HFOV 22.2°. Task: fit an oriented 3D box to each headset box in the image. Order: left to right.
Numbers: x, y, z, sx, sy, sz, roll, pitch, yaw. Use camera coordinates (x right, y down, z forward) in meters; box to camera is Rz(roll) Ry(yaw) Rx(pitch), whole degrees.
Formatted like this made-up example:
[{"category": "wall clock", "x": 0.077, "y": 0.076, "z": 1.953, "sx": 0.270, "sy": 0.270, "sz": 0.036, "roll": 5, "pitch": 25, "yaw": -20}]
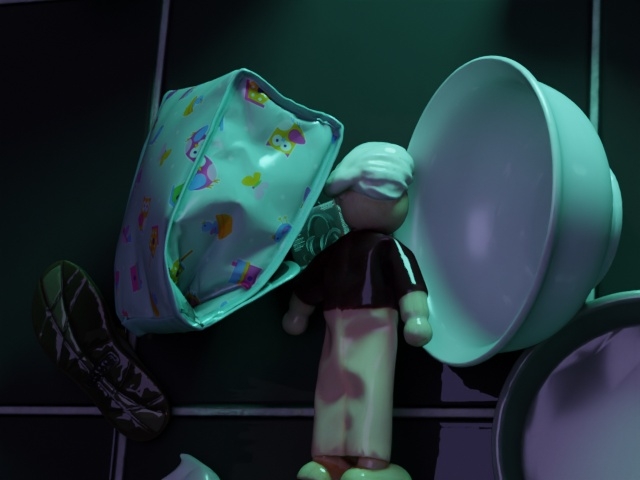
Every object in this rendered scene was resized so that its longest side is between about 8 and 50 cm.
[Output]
[{"category": "headset box", "x": 0.000, "y": 0.000, "z": 1.729, "sx": 0.062, "sy": 0.032, "sz": 0.083, "roll": -20, "pitch": 69, "yaw": 13}]

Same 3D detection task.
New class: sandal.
[{"category": "sandal", "x": -0.232, "y": 0.120, "z": 1.763, "sx": 0.090, "sy": 0.060, "sz": 0.219, "roll": -43, "pitch": 79, "yaw": 9}]

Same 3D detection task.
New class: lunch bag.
[{"category": "lunch bag", "x": -0.113, "y": -0.022, "z": 1.661, "sx": 0.223, "sy": 0.160, "sz": 0.262, "roll": -6, "pitch": 61, "yaw": 65}]

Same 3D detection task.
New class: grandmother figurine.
[{"category": "grandmother figurine", "x": 0.040, "y": 0.070, "z": 1.630, "sx": 0.207, "sy": 0.104, "sz": 0.343, "roll": 1, "pitch": 82, "yaw": 38}]

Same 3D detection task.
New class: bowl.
[{"category": "bowl", "x": 0.196, "y": -0.022, "z": 1.578, "sx": 0.298, "sy": 0.134, "sz": 0.298, "roll": -24, "pitch": 63, "yaw": 61}]

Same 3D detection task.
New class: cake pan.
[{"category": "cake pan", "x": 0.310, "y": 0.194, "z": 1.547, "sx": 0.293, "sy": 0.054, "sz": 0.293, "roll": -6, "pitch": 72, "yaw": 18}]

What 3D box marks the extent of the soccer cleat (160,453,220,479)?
[{"category": "soccer cleat", "x": -0.179, "y": 0.306, "z": 1.683, "sx": 0.196, "sy": 0.068, "sz": 0.076, "roll": -46, "pitch": 50, "yaw": 0}]
